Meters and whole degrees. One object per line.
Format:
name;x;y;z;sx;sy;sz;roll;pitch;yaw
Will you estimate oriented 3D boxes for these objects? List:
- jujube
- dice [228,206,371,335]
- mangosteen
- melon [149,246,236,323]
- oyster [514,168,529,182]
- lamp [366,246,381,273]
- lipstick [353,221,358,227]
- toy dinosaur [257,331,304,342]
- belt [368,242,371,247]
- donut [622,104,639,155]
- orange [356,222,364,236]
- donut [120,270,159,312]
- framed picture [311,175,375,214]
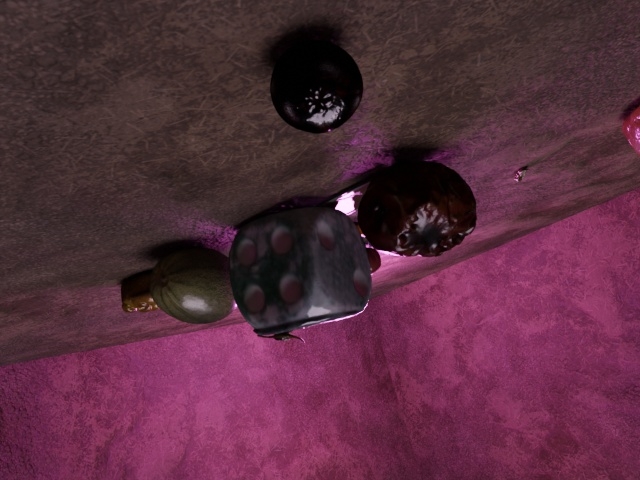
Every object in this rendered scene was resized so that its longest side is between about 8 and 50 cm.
jujube;0.274;-0.083;1.622;0.276;0.276;0.377;-27;170;38
dice;-0.058;0.101;1.793;0.328;0.348;0.330;-18;166;34
mangosteen;-0.006;-0.249;0.938;0.152;0.152;0.152;-15;167;-4
melon;-0.387;0.142;1.842;0.249;0.248;0.329;-22;162;24
oyster;0.704;-0.230;2.054;0.051;0.034;0.093;-29;158;-14
lamp;0.173;0.089;2.537;0.182;0.140;0.182;-19;-175;2
lipstick;0.125;-0.056;2.098;0.027;0.027;0.176;-25;165;34
toy dinosaur;-0.117;0.306;1.867;0.180;0.037;0.058;-8;-178;30
belt;0.286;-0.009;2.408;0.179;0.065;0.100;-14;177;-13
donut;1.036;-0.353;1.690;0.317;0.150;0.299;-4;165;-41
orange;0.167;-0.051;2.071;0.085;0.085;0.085;-15;167;-4
donut;-0.583;0.180;2.042;0.227;0.113;0.226;-16;167;-4
framed picture;0.120;-0.135;1.792;0.273;0.016;0.216;-24;165;32
